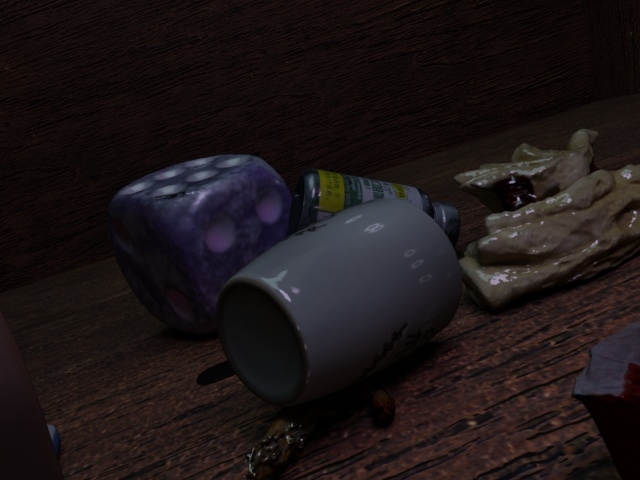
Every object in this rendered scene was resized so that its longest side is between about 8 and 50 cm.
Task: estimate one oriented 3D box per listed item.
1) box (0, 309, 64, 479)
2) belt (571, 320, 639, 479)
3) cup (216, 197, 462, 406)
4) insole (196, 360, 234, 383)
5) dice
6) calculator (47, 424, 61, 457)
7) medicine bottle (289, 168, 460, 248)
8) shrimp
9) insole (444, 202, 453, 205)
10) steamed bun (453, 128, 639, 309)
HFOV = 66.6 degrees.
[{"bbox_3d":[-0.297,0.173,0.306,0.216,0.300,0.301,-21,11,-38],"label":"box"},{"bbox_3d":[0.257,0.096,0.267,0.201,0.124,0.128,-23,-5,-2],"label":"belt"},{"bbox_3d":[-0.001,0.088,0.559,0.234,0.186,0.258,-22,-20,-44],"label":"cup"},{"bbox_3d":[-0.071,0.162,0.721,0.232,0.003,0.080,-20,12,-14],"label":"insole"},{"bbox_3d":[-0.216,-0.002,0.935,0.270,0.271,0.270,8,31,40],"label":"dice"},{"bbox_3d":[-0.354,0.272,0.531,0.121,0.039,0.210,-23,13,-19],"label":"calculator"},{"bbox_3d":[0.099,-0.038,0.878,0.294,0.141,0.141,9,6,-14],"label":"medicine bottle"},{"bbox_3d":[0.008,0.176,0.467,0.125,0.034,0.178,-10,4,23],"label":"shrimp"},{"bbox_3d":[0.291,-0.089,1.362,0.063,0.010,0.192,-23,12,-29],"label":"insole"},{"bbox_3d":[0.362,-0.065,0.742,0.429,0.189,0.247,-20,4,-11],"label":"steamed bun"}]
